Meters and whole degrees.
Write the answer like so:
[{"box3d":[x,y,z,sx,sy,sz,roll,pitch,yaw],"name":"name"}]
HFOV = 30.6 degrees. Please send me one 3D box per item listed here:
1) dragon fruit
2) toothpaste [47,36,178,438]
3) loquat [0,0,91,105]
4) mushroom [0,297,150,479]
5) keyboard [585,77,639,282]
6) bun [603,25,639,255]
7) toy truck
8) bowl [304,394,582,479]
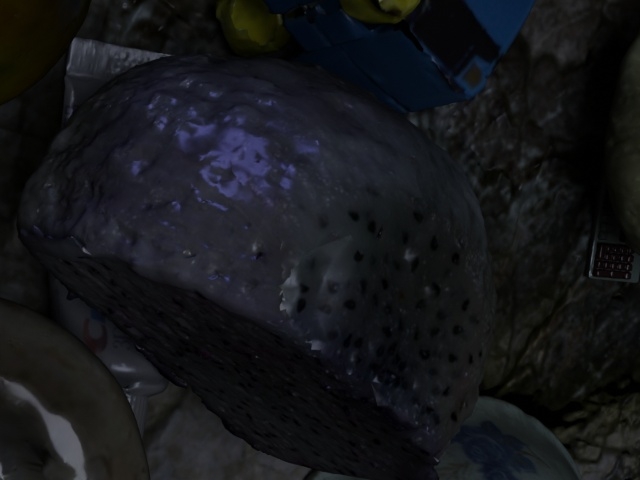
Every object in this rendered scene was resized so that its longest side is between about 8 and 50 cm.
[{"box3d":[0.000,0.000,0.691,0.283,0.221,0.204,45,64,-35],"name":"dragon fruit"},{"box3d":[-0.123,0.016,0.757,0.099,0.068,0.282,10,87,-55],"name":"toothpaste"},{"box3d":[-0.194,-0.156,0.638,0.152,0.152,0.195,23,91,-28],"name":"loquat"},{"box3d":[-0.214,0.149,0.622,0.243,0.243,0.243,-4,100,-27],"name":"mushroom"},{"box3d":[0.254,-0.048,0.959,0.055,0.017,0.166,5,95,-28],"name":"keyboard"},{"box3d":[0.325,-0.082,0.899,0.244,0.153,0.244,-8,103,-36],"name":"bun"},{"box3d":[-0.030,-0.248,0.712,0.385,0.161,0.162,46,65,-25],"name":"toy truck"},{"box3d":[0.121,0.281,0.871,0.313,0.146,0.313,-4,99,-26],"name":"bowl"}]
